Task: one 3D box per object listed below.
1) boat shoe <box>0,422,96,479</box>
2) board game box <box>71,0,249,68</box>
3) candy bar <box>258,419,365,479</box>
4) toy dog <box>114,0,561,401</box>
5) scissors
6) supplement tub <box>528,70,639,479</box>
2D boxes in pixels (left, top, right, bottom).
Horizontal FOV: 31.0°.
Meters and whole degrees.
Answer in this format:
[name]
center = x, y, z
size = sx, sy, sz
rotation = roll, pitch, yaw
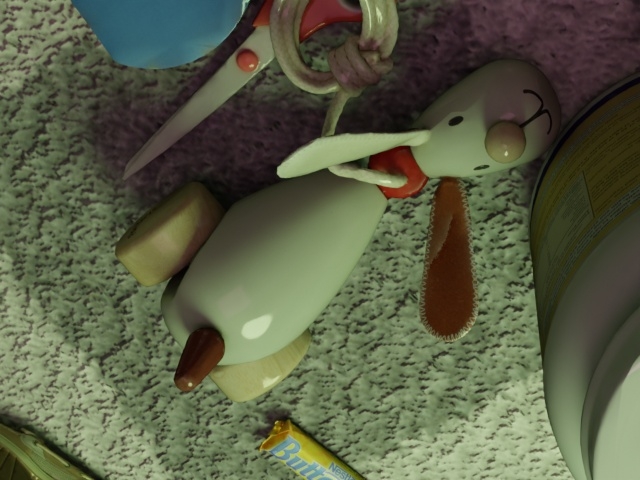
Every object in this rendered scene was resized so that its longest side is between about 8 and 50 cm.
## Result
[boat shoe]
center = -0.231, 0.196, 0.968
size = 0.153, 0.048, 0.056
rotation = 34, 125, 0
[board game box]
center = -0.117, -0.202, 0.784
size = 0.133, 0.033, 0.168
rotation = -33, 96, 26
[candy bar]
center = 0.018, 0.203, 0.945
size = 0.161, 0.018, 0.040
rotation = 40, 112, -10
[toy dog]
center = 0.000, 0.000, 0.776
size = 0.220, 0.161, 0.333
rotation = 31, 116, -12
[scissors]
center = -0.031, -0.133, 0.808
size = 0.109, 0.021, 0.297
rotation = 31, 112, -8
[supplement tub]
center = 0.247, 0.041, 0.673
size = 0.241, 0.331, 0.241
rotation = 3, 113, 7
